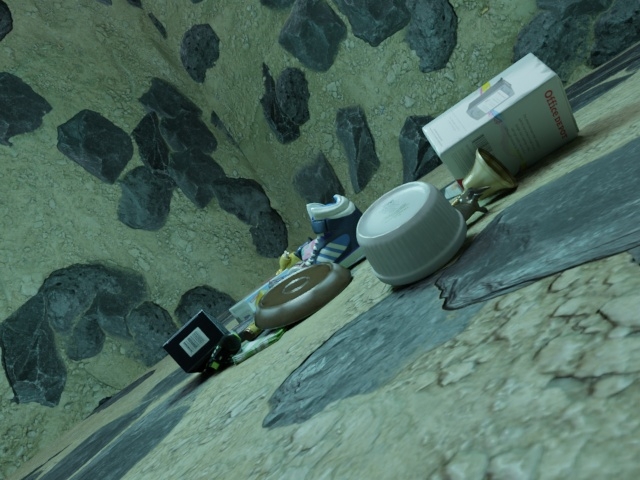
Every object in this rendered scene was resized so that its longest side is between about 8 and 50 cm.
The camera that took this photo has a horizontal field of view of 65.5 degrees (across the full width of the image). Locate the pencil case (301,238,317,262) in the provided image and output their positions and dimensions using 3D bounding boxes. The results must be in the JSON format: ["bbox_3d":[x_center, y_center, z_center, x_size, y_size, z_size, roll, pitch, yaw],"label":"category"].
[{"bbox_3d":[0.018,0.042,2.097,0.124,0.124,0.284,-36,5,-26],"label":"pencil case"}]

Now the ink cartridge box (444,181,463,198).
[{"bbox_3d":[0.468,-0.193,1.654,0.145,0.045,0.179,-35,5,-14],"label":"ink cartridge box"}]

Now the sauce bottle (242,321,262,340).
[{"bbox_3d":[-0.194,0.267,1.556,0.042,0.042,0.128,-33,5,33],"label":"sauce bottle"}]

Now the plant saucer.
[{"bbox_3d":[-0.061,0.143,1.421,0.311,0.050,0.310,-26,15,7],"label":"plant saucer"}]

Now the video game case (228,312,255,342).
[{"bbox_3d":[-0.215,0.274,1.746,0.275,0.035,0.248,-35,3,-16],"label":"video game case"}]

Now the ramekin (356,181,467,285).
[{"bbox_3d":[0.167,-0.022,0.973,0.207,0.109,0.207,-33,23,16],"label":"ramekin"}]

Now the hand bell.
[{"bbox_3d":[0.336,-0.093,1.201,0.242,0.126,0.126,-47,-4,30],"label":"hand bell"}]

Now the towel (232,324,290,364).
[{"bbox_3d":[-0.156,0.267,1.324,0.152,0.023,0.113,-33,4,19],"label":"towel"}]

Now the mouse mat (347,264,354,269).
[{"bbox_3d":[0.015,0.143,1.604,0.190,0.007,0.153,-30,5,43],"label":"mouse mat"}]

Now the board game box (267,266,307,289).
[{"bbox_3d":[-0.108,0.152,1.795,0.194,0.060,0.194,-22,1,14],"label":"board game box"}]

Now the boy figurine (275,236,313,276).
[{"bbox_3d":[-0.119,0.109,2.315,0.285,0.177,0.092,-43,38,12],"label":"boy figurine"}]

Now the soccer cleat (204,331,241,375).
[{"bbox_3d":[-0.268,0.315,1.366,0.179,0.060,0.072,-52,6,41],"label":"soccer cleat"}]

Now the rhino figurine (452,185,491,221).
[{"bbox_3d":[0.275,-0.047,1.103,0.243,0.073,0.106,-34,22,5],"label":"rhino figurine"}]

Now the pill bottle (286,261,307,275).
[{"bbox_3d":[-0.083,0.134,2.052,0.086,0.086,0.152,-34,3,13],"label":"pill bottle"}]

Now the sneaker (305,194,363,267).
[{"bbox_3d":[0.000,0.000,1.618,0.323,0.236,0.130,-38,3,9],"label":"sneaker"}]

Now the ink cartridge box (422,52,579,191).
[{"bbox_3d":[0.445,-0.270,1.239,0.306,0.226,0.131,-34,45,16],"label":"ink cartridge box"}]

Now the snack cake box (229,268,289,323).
[{"bbox_3d":[-0.235,0.235,2.082,0.264,0.089,0.152,-37,2,-43],"label":"snack cake box"}]

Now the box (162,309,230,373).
[{"bbox_3d":[-0.355,0.306,1.487,0.153,0.108,0.207,-43,-9,-12],"label":"box"}]
